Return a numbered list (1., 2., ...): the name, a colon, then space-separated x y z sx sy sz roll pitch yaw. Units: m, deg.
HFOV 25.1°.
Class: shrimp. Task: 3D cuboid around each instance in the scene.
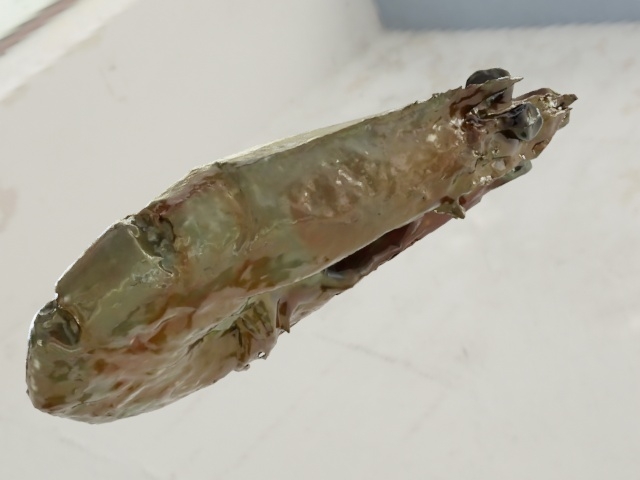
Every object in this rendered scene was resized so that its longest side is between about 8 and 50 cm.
1. shrimp: 0.000 -0.001 0.655 0.294 0.154 0.062 -25 -117 -16
